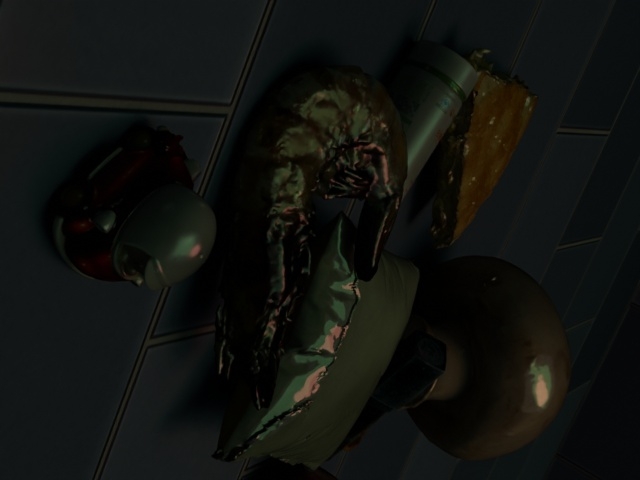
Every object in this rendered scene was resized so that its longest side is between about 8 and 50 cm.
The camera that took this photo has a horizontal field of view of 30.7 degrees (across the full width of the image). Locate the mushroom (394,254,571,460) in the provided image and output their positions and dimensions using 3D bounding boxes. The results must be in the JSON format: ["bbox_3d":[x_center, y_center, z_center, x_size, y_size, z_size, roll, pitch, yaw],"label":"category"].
[{"bbox_3d":[0.192,0.168,1.661,0.290,0.297,0.298,-1,120,-33],"label":"mushroom"}]

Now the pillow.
[{"bbox_3d":[0.006,0.132,1.395,0.312,0.119,0.310,-62,155,-2],"label":"pillow"}]

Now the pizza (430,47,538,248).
[{"bbox_3d":[0.202,-0.165,1.524,0.280,0.075,0.288,-55,154,-22],"label":"pizza"}]

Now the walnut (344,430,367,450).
[{"bbox_3d":[0.043,0.242,1.670,0.121,0.052,0.091,-50,152,-39],"label":"walnut"}]

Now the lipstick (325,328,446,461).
[{"bbox_3d":[0.052,0.225,1.553,0.312,0.051,0.051,-46,-155,37],"label":"lipstick"}]

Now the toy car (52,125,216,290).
[{"bbox_3d":[-0.137,-0.017,0.964,0.139,0.112,0.112,-52,154,-19],"label":"toy car"}]

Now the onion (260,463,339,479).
[{"bbox_3d":[-0.003,0.385,1.565,0.159,0.194,0.160,19,90,-85],"label":"onion"}]

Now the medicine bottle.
[{"bbox_3d":[0.098,-0.131,1.334,0.183,0.086,0.086,-57,156,-7],"label":"medicine bottle"}]

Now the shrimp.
[{"bbox_3d":[0.000,0.000,1.207,0.233,0.071,0.365,-4,108,-39],"label":"shrimp"}]
